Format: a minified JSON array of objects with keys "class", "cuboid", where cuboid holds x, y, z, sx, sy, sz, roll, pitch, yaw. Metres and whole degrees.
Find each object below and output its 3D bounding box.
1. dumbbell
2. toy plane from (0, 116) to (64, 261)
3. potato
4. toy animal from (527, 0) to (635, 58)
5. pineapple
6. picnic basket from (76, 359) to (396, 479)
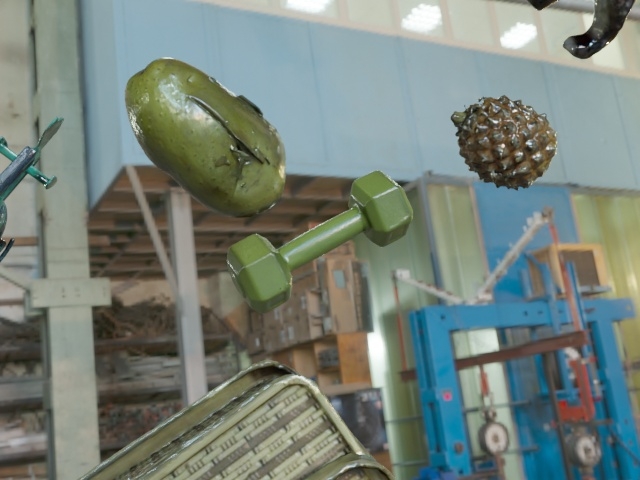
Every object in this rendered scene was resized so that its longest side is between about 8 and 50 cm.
[{"class":"dumbbell","cuboid":[0.000,0.000,1.220,0.302,0.108,0.121,-29,-20,-14]},{"class":"toy plane","cuboid":[-0.300,-0.017,0.671,0.060,0.235,0.096,37,-12,-4]},{"class":"potato","cuboid":[-0.139,-0.128,0.982,0.248,0.143,0.169,43,-9,-33]},{"class":"toy animal","cuboid":[0.383,-0.491,1.152,0.344,0.194,0.303,24,-56,-36]},{"class":"pineapple","cuboid":[0.309,-0.177,1.348,0.193,0.166,0.166,24,-23,-13]},{"class":"picnic basket","cuboid":[-0.034,0.269,0.563,0.228,0.312,0.175,-32,-2,-17]}]
